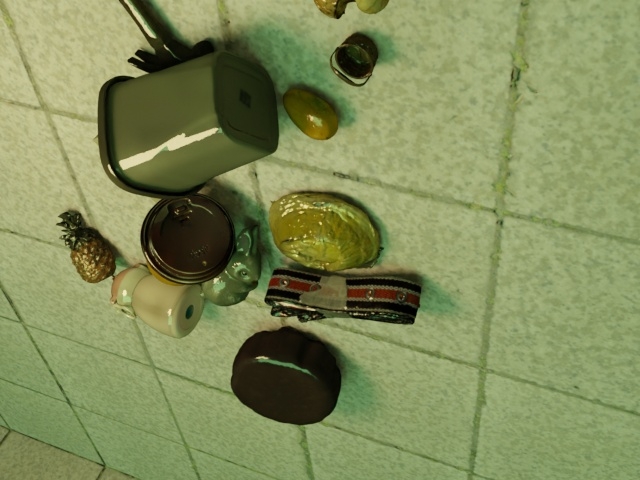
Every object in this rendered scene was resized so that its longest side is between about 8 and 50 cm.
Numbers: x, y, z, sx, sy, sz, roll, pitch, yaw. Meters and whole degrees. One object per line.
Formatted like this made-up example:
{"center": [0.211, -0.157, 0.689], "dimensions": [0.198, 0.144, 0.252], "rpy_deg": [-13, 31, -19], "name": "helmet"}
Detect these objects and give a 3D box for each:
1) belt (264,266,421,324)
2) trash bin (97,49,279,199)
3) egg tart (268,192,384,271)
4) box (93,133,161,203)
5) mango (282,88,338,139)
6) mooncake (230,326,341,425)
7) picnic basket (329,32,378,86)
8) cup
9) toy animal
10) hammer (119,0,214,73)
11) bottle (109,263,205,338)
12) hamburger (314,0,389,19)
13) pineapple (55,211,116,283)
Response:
{"center": [0.044, 0.123, 1.724], "dimensions": [0.359, 0.094, 0.126], "rpy_deg": [0, 151, 31], "name": "belt"}
{"center": [-0.223, -0.208, 1.415], "dimensions": [0.250, 0.220, 0.219], "rpy_deg": [-14, 166, 33], "name": "trash bin"}
{"center": [0.000, 0.000, 1.635], "dimensions": [0.252, 0.098, 0.232], "rpy_deg": [22, 146, 3], "name": "egg tart"}
{"center": [-0.357, -0.175, 1.683], "dimensions": [0.141, 0.058, 0.201], "rpy_deg": [-20, 123, 45], "name": "box"}
{"center": [-0.018, -0.222, 1.413], "dimensions": [0.114, 0.057, 0.079], "rpy_deg": [39, 149, -8], "name": "mango"}
{"center": [-0.081, 0.337, 2.034], "dimensions": [0.283, 0.141, 0.283], "rpy_deg": [10, 135, 10], "name": "mooncake"}
{"center": [0.052, -0.280, 1.277], "dimensions": [0.072, 0.083, 0.072], "rpy_deg": [18, 142, 15], "name": "picnic basket"}
{"center": [-0.296, 0.014, 1.737], "dimensions": [0.196, 0.196, 0.279], "rpy_deg": [34, 160, -7], "name": "cup"}
{"center": [-0.185, 0.067, 1.802], "dimensions": [0.108, 0.138, 0.236], "rpy_deg": [61, 148, 13], "name": "toy animal"}
{"center": [-0.359, -0.465, 1.363], "dimensions": [0.168, 0.044, 0.440], "rpy_deg": [-9, 129, 37], "name": "hammer"}
{"center": [-0.423, 0.142, 2.027], "dimensions": [0.236, 0.147, 0.147], "rpy_deg": [18, 142, 21], "name": "bottle"}
{"center": [0.045, -0.409, 1.097], "dimensions": [0.124, 0.131, 0.262], "rpy_deg": [20, 137, 11], "name": "hamburger"}
{"center": [-0.594, 0.011, 2.025], "dimensions": [0.108, 0.108, 0.198], "rpy_deg": [-6, 120, 37], "name": "pineapple"}
